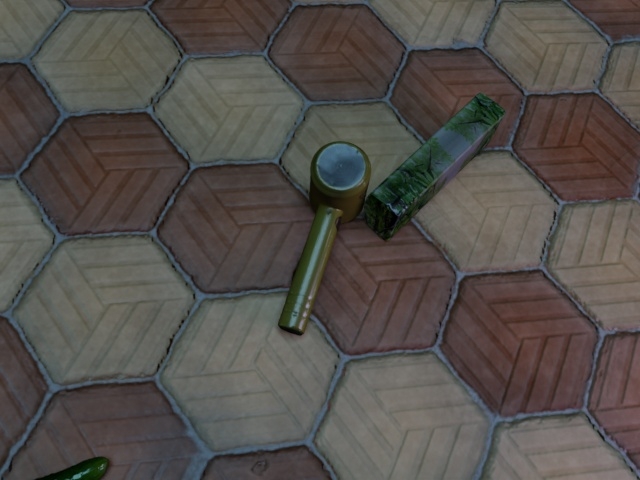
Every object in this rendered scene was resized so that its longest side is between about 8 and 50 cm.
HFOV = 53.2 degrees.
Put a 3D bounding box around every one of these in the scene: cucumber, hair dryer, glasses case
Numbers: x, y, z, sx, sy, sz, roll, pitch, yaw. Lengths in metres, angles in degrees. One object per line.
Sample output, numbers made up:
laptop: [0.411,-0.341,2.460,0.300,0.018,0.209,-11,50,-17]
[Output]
cucumber: [-0.340,0.311,0.797,0.155,0.037,0.037,-18,69,-13]
hair dryer: [0.000,0.000,0.931,0.090,0.135,0.278,18,75,2]
glasses case: [0.180,-0.120,1.016,0.062,0.095,0.272,42,68,14]
